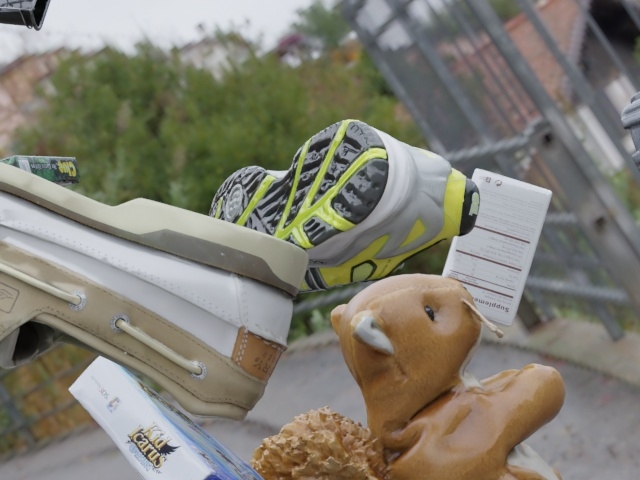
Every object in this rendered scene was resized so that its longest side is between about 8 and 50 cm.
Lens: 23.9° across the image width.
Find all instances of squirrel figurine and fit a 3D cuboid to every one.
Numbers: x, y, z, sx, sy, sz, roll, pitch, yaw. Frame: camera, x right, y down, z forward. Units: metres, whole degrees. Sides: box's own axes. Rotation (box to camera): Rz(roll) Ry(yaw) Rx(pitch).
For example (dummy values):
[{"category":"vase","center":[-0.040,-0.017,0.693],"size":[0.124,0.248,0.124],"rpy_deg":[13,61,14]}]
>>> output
[{"category":"squirrel figurine","center":[0.098,0.244,1.762],"size":[0.397,0.370,0.281],"rpy_deg":[-31,8,-1]}]

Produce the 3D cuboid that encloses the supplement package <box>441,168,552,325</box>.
[{"category":"supplement package","center":[0.220,0.012,1.939],"size":[0.105,0.105,0.179],"rpy_deg":[48,-120,-85]}]

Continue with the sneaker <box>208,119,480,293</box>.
[{"category":"sneaker","center":[0.000,0.000,1.425],"size":[0.147,0.145,0.385],"rpy_deg":[16,-15,-26]}]

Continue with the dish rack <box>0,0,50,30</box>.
[{"category":"dish rack","center":[-0.383,-0.413,1.829],"size":[0.074,0.271,0.208],"rpy_deg":[-2,45,6]}]

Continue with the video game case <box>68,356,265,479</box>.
[{"category":"video game case","center":[-0.109,0.253,1.565],"size":[0.061,0.269,0.244],"rpy_deg":[-49,42,-5]}]

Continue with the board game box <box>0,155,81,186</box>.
[{"category":"board game box","center":[-0.361,-0.030,1.370],"size":[0.260,0.030,0.136],"rpy_deg":[-15,-3,14]}]

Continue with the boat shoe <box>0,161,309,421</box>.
[{"category":"boat shoe","center":[-0.164,0.017,0.819],"size":[0.113,0.302,0.103],"rpy_deg":[53,-129,-78]}]

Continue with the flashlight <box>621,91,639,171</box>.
[{"category":"flashlight","center":[0.412,-0.134,1.291],"size":[0.304,0.103,0.103],"rpy_deg":[-22,-20,33]}]
